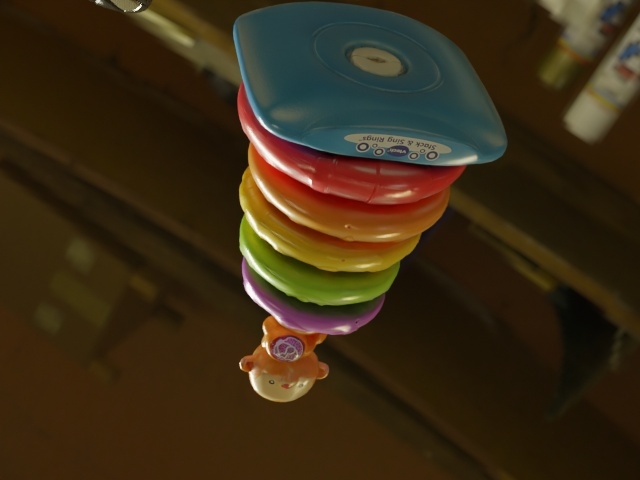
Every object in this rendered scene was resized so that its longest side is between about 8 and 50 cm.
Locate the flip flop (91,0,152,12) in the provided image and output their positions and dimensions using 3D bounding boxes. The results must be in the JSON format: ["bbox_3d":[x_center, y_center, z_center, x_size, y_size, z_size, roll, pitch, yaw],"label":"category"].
[{"bbox_3d":[-0.246,-0.330,1.696,0.080,0.112,0.277,-46,-75,-25],"label":"flip flop"}]

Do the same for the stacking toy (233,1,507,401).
[{"bbox_3d":[0.000,0.000,1.267,0.175,0.302,0.166,6,-146,-17],"label":"stacking toy"}]
